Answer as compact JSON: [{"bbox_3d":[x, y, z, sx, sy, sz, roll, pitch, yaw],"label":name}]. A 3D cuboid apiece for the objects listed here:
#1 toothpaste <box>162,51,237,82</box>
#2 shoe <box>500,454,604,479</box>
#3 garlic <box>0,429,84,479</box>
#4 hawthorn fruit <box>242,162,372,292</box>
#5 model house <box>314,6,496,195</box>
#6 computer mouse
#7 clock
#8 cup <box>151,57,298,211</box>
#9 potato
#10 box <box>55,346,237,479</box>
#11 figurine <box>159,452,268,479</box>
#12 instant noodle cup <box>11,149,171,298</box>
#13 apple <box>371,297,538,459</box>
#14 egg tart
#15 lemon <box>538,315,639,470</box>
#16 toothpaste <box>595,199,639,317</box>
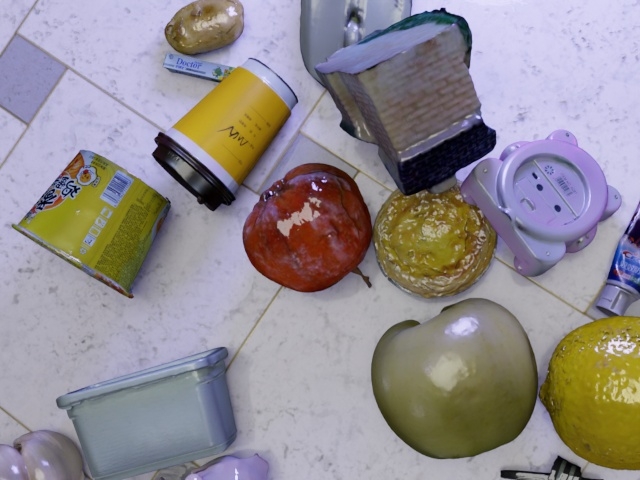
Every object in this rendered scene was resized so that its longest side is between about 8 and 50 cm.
[{"bbox_3d":[-0.233,-0.344,1.870,0.164,0.046,0.034,15,89,12],"label":"toothpaste"},{"bbox_3d":[0.410,0.405,1.639,0.179,0.071,0.049,2,79,15],"label":"shoe"},{"bbox_3d":[-0.609,0.473,1.758,0.281,0.185,0.203,-49,61,1],"label":"garlic"},{"bbox_3d":[0.000,0.000,1.700,0.242,0.242,0.271,-40,105,3],"label":"hawthorn fruit"},{"bbox_3d":[0.161,-0.231,1.636,0.243,0.298,0.284,-24,109,-4],"label":"model house"},{"bbox_3d":[0.073,-0.500,1.785,0.228,0.145,0.429,5,85,9],"label":"computer mouse"},{"bbox_3d":[0.402,-0.078,1.657,0.248,0.090,0.227,-29,77,-25],"label":"clock"},{"bbox_3d":[-0.180,-0.207,1.777,0.196,0.196,0.279,38,83,13],"label":"cup"},{"bbox_3d":[-0.233,-0.433,1.866,0.170,0.080,0.107,-11,93,7],"label":"potato"},{"bbox_3d":[-0.311,0.331,1.735,0.312,0.175,0.182,-16,88,8],"label":"box"},{"bbox_3d":[-0.222,0.479,1.705,0.276,0.200,0.133,-17,41,3],"label":"figurine"},{"bbox_3d":[-0.425,-0.040,1.769,0.264,0.264,0.200,28,80,13],"label":"instant noodle cup"},{"bbox_3d":[0.233,0.240,1.600,0.292,0.292,0.254,-23,84,7],"label":"apple"},{"bbox_3d":[0.212,-0.005,1.717,0.234,0.094,0.234,-2,79,12],"label":"egg tart"},{"bbox_3d":[0.524,0.254,1.544,0.310,0.258,0.258,3,83,13],"label":"lemon"},{"bbox_3d":[0.582,0.017,1.672,0.096,0.061,0.266,28,82,14],"label":"toothpaste"}]
